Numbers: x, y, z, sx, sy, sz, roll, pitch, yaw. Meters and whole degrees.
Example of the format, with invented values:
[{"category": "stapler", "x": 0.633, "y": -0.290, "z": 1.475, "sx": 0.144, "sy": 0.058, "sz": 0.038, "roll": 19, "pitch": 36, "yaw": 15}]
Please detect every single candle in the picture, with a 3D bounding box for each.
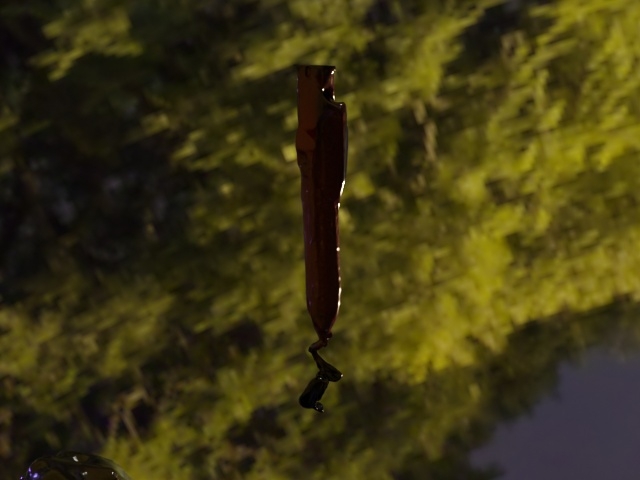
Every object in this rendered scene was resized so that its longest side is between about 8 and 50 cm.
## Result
[{"category": "candle", "x": 0.001, "y": 0.000, "z": 0.855, "sx": 0.026, "sy": 0.167, "sz": 0.021, "roll": -1, "pitch": -174, "yaw": 0}]

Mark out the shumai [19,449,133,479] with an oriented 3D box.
[{"category": "shumai", "x": -0.147, "y": 0.275, "z": 0.835, "sx": 0.263, "sy": 0.309, "sz": 0.304, "roll": -25, "pitch": -102, "yaw": -6}]
